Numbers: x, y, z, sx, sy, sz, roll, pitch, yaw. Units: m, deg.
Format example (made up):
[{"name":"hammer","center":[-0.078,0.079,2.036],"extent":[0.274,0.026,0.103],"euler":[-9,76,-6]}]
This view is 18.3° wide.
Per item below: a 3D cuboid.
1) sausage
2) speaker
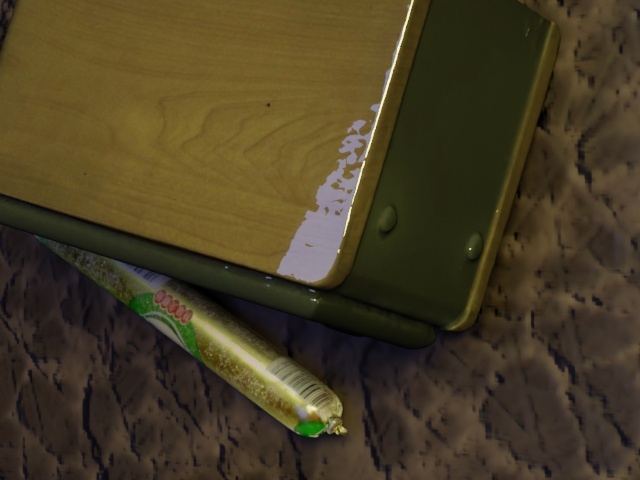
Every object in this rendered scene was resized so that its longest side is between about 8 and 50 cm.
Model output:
[{"name":"sausage","center":[-0.081,0.039,1.122],"extent":[0.269,0.033,0.033],"euler":[34,108,33]},{"name":"speaker","center":[-0.031,-0.067,0.987],"extent":[0.231,0.153,0.192],"euler":[15,88,32]}]
